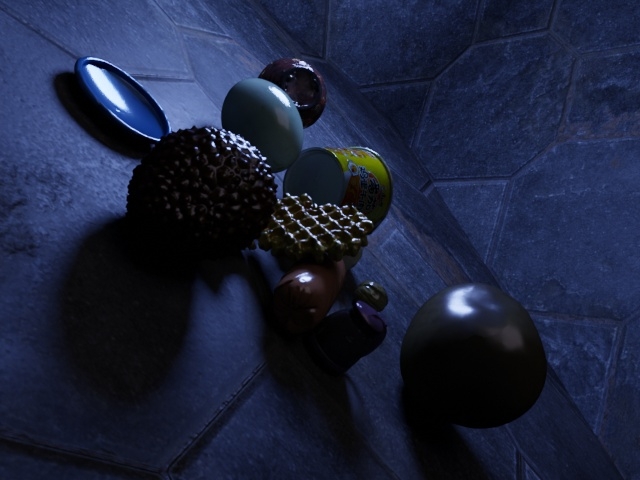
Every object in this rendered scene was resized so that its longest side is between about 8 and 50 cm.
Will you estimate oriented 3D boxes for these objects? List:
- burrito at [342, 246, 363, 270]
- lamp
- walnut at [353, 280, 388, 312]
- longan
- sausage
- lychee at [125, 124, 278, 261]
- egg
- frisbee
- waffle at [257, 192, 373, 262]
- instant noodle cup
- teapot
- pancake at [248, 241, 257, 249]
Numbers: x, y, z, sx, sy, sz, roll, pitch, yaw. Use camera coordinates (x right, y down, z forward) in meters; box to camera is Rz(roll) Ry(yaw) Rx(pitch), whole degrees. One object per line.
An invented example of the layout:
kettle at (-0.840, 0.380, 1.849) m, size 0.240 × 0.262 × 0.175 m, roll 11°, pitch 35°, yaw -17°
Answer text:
burrito at (-0.002, -0.002, 1.790) m, size 0.299 × 0.105 × 0.143 m, roll 25°, pitch 25°, yaw -47°
lamp at (-0.097, -0.476, 2.354) m, size 0.247 × 0.247 × 0.247 m, roll 42°, pitch 19°, yaw -18°
walnut at (0.129, 0.144, 1.833) m, size 0.092 × 0.092 × 0.092 m, roll 42°, pitch 19°, yaw -18°
longan at (0.354, 0.267, 1.670) m, size 0.361 × 0.361 × 0.361 m, roll 42°, pitch 19°, yaw -18°
sausage at (-0.022, 0.099, 1.507) m, size 0.121 × 0.121 × 0.304 m, roll 48°, pitch 19°, yaw -3°
lychee at (-0.216, -0.071, 1.243) m, size 0.271 × 0.271 × 0.271 m, roll 42°, pitch 19°, yaw -18°
egg at (-0.153, -0.300, 1.885) m, size 0.203 × 0.203 × 0.282 m, roll 18°, pitch 42°, yaw -57°
frisbee at (-0.414, -0.284, 1.502) m, size 0.242 × 0.045 × 0.242 m, roll 43°, pitch 18°, yaw -18°
waffle at (-0.011, -0.031, 1.557) m, size 0.249 × 0.254 × 0.056 m, roll -81°, pitch 170°, yaw -57°
instant noodle cup at (0.036, -0.142, 1.948) m, size 0.200 × 0.264 × 0.264 m, roll 6°, pitch 45°, yaw -53°
teapot at (0.068, 0.199, 1.469) m, size 0.148 × 0.146 × 0.116 m, roll 42°, pitch 19°, yaw -19°
pancake at (-0.189, -0.100, 1.472) m, size 0.257 × 0.056 × 0.212 m, roll 53°, pitch -17°, yaw 20°
